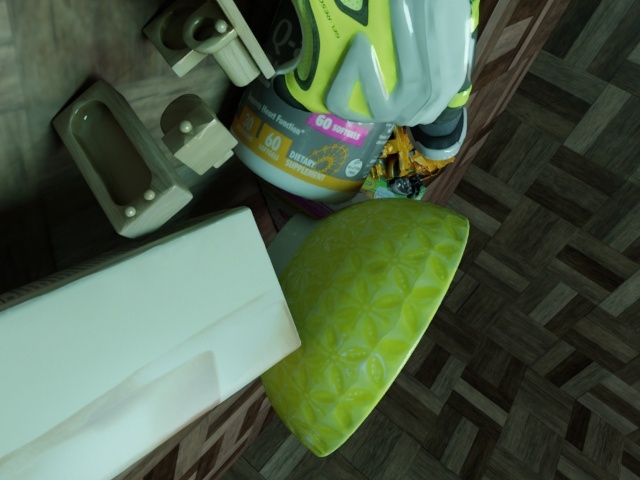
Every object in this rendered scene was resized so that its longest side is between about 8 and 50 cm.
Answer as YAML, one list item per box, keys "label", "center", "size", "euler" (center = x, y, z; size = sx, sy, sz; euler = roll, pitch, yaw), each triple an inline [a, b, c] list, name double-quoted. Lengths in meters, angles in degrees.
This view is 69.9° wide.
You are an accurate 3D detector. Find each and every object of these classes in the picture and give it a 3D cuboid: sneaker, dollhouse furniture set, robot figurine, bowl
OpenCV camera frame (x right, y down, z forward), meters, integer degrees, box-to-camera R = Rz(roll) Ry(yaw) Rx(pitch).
- label: "sneaker"
  center: [0.188, -0.273, 0.752]
  size: [0.153, 0.101, 0.268]
  euler: [64, 29, -60]
- label: "sneaker"
  center: [0.009, -0.242, 0.251]
  size: [0.145, 0.147, 0.384]
  euler: [-78, 161, -57]
- label: "dollhouse furniture set"
  center: [-0.123, -0.112, 0.281]
  size: [0.151, 0.144, 0.123]
  euler: [-39, 160, 3]
- label: "robot figurine"
  center: [0.175, -0.196, 0.901]
  size: [0.291, 0.085, 0.211]
  euler: [-26, 107, -48]
- label: "bowl"
  center: [0.012, 0.057, 0.500]
  size: [0.289, 0.156, 0.289]
  euler: [-57, 175, -8]

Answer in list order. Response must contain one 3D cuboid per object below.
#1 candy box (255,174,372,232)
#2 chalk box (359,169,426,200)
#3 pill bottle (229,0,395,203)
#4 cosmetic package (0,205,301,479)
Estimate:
- label: "candy box"
  center: [-0.002, -0.029, 0.722]
  size: [0.071, 0.159, 0.233]
  euler: [-51, 163, -15]
- label: "chalk box"
  center: [0.145, -0.096, 1.052]
  size: [0.132, 0.132, 0.213]
  euler: [-28, 149, -58]
- label: "pill bottle"
  center: [0.027, -0.190, 0.461]
  size: [0.162, 0.162, 0.278]
  euler: [-25, 147, -59]
- label: "cosmetic package"
  center: [-0.181, 0.090, 0.327]
  size: [0.296, 0.129, 0.153]
  euler: [-27, -166, -35]
